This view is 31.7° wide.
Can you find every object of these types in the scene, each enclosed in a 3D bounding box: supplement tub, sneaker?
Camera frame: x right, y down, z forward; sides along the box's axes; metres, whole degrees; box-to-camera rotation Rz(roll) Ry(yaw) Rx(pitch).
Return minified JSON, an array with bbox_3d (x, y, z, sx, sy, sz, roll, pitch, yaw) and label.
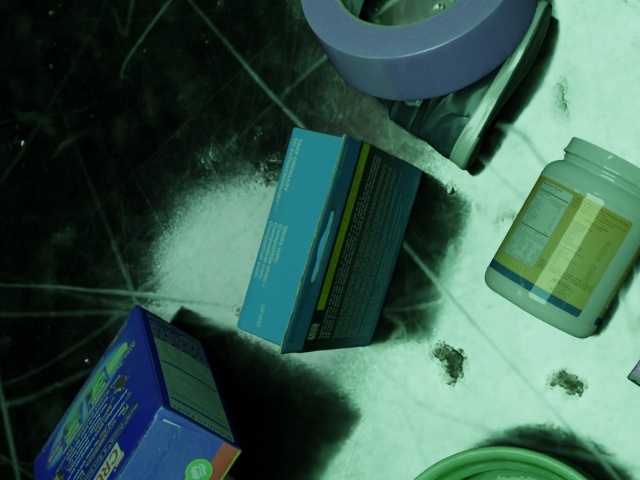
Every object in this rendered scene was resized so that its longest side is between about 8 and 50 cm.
[{"bbox_3d":[0.295,-0.003,1.300,0.144,0.144,0.200,31,96,18],"label":"supplement tub"},{"bbox_3d":[0.169,-0.224,1.389,0.163,0.086,0.226,34,98,15],"label":"sneaker"}]

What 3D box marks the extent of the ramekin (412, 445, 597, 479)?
[{"bbox_3d":[0.223,0.382,1.296,0.303,0.148,0.304,-1,86,19],"label":"ramekin"}]

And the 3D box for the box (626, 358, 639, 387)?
[{"bbox_3d":[0.449,0.127,1.299,0.116,0.029,0.162,37,99,17],"label":"box"}]

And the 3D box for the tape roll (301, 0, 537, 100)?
[{"bbox_3d":[0.118,-0.305,1.357,0.274,0.090,0.275,-10,59,17],"label":"tape roll"}]

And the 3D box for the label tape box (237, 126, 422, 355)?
[{"bbox_3d":[0.000,0.000,1.300,0.105,0.333,0.241,17,92,19],"label":"label tape box"}]

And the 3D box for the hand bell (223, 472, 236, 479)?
[{"bbox_3d":[-0.078,0.365,1.439,0.242,0.126,0.126,29,96,6],"label":"hand bell"}]

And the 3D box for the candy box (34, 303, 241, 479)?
[{"bbox_3d":[-0.234,0.264,1.376,0.122,0.317,0.268,31,99,-21],"label":"candy box"}]
